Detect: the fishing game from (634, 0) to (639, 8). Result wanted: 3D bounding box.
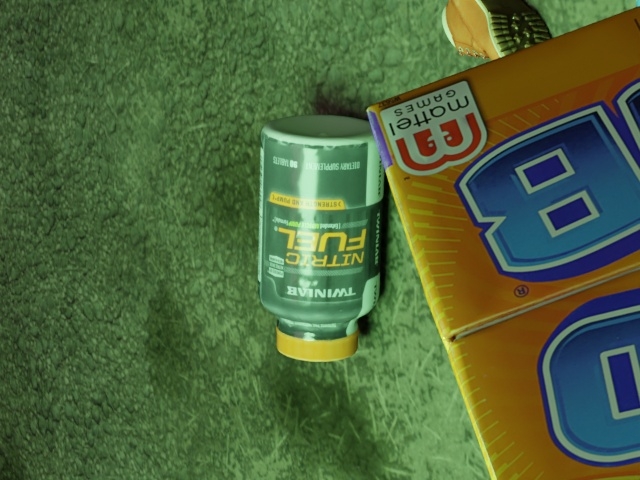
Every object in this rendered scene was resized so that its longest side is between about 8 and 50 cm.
[{"bbox_3d":[0.318,-0.213,1.534,0.189,0.041,0.264,-44,38,34],"label":"fishing game"}]

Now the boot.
[{"bbox_3d":[0.163,-0.190,1.819,0.158,0.059,0.084,66,146,33],"label":"boot"}]

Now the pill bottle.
[{"bbox_3d":[0.000,0.000,2.023,0.130,0.130,0.245,22,116,50],"label":"pill bottle"}]

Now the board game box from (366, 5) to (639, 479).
[{"bbox_3d":[0.275,0.094,1.110,0.356,0.357,0.356,65,-174,-49],"label":"board game box"}]
